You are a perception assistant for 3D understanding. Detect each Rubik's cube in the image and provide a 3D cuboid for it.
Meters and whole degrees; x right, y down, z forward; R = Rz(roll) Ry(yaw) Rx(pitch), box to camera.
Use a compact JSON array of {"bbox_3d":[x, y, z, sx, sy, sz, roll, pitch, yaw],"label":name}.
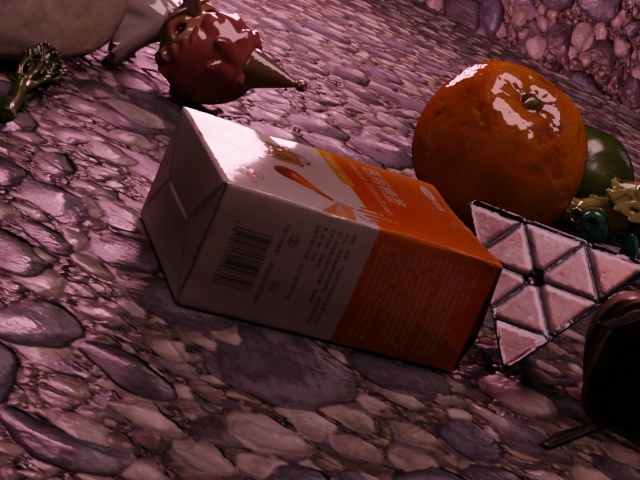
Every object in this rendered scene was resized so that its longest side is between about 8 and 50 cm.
[{"bbox_3d":[0.226,0.058,1.598,0.211,0.178,0.190,-27,67,-19],"label":"Rubik's cube"}]

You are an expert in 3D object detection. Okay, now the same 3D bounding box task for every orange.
[{"bbox_3d":[0.263,-0.129,2.045,0.261,0.261,0.261,21,18,-7],"label":"orange"}]

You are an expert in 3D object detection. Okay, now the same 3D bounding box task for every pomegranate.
[{"bbox_3d":[0.390,-0.099,2.234,0.225,0.187,0.187,3,25,-25],"label":"pomegranate"}]

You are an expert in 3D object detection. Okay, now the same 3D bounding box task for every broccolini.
[{"bbox_3d":[-0.367,-0.187,1.750,0.067,0.058,0.216,-17,27,7],"label":"broccolini"}]

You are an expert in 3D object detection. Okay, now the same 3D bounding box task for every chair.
[{"bbox_3d":[0.345,0.148,1.493,0.172,0.159,0.247,27,19,17],"label":"chair"}]

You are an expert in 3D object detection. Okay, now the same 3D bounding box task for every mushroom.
[{"bbox_3d":[-0.462,-0.375,1.924,0.313,0.224,0.397,16,9,29],"label":"mushroom"}]

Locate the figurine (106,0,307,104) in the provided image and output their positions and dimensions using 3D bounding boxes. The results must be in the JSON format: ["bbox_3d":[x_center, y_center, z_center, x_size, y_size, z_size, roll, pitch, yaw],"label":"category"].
[{"bbox_3d":[-0.195,-0.300,2.074,0.387,0.166,0.207,29,37,26],"label":"figurine"}]

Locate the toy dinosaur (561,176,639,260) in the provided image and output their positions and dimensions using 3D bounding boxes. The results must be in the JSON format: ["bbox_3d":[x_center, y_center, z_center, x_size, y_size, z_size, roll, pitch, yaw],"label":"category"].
[{"bbox_3d":[0.421,-0.031,2.129,0.259,0.153,0.094,4,9,18],"label":"toy dinosaur"}]

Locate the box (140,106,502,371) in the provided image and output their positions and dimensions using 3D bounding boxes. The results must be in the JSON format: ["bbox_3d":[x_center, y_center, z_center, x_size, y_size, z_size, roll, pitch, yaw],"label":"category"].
[{"bbox_3d":[0.000,0.000,1.511,0.341,0.143,0.225,17,19,-25],"label":"box"}]
